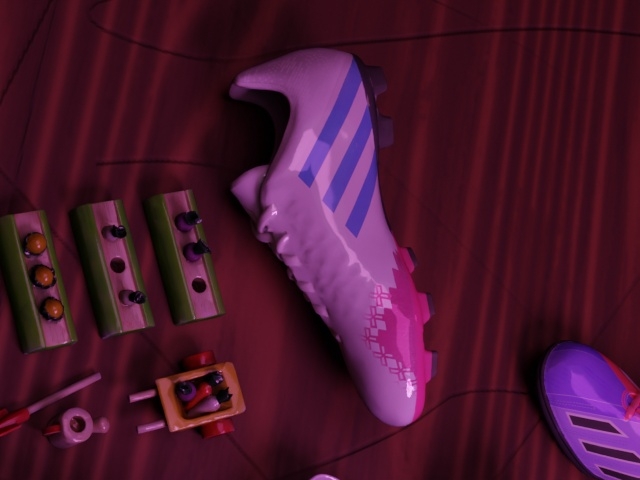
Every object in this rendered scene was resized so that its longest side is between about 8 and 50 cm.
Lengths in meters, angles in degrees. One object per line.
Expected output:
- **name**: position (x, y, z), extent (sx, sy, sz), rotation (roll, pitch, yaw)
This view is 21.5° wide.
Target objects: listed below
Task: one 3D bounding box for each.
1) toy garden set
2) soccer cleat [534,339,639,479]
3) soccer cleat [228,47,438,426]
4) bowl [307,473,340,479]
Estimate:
- **toy garden set**: position (-0.173, 0.069, 1.306), extent (0.244, 0.049, 0.203), rotation (-10, 81, -34)
- **soccer cleat**: position (0.324, 0.207, 1.533), extent (0.318, 0.116, 0.108), rotation (49, 56, -10)
- **soccer cleat**: position (0.000, 0.000, 1.413), extent (0.143, 0.116, 0.331), rotation (-7, 76, -17)
- **bowl**: position (0.003, 0.276, 1.351), extent (0.142, 0.053, 0.142), rotation (43, 58, -13)
